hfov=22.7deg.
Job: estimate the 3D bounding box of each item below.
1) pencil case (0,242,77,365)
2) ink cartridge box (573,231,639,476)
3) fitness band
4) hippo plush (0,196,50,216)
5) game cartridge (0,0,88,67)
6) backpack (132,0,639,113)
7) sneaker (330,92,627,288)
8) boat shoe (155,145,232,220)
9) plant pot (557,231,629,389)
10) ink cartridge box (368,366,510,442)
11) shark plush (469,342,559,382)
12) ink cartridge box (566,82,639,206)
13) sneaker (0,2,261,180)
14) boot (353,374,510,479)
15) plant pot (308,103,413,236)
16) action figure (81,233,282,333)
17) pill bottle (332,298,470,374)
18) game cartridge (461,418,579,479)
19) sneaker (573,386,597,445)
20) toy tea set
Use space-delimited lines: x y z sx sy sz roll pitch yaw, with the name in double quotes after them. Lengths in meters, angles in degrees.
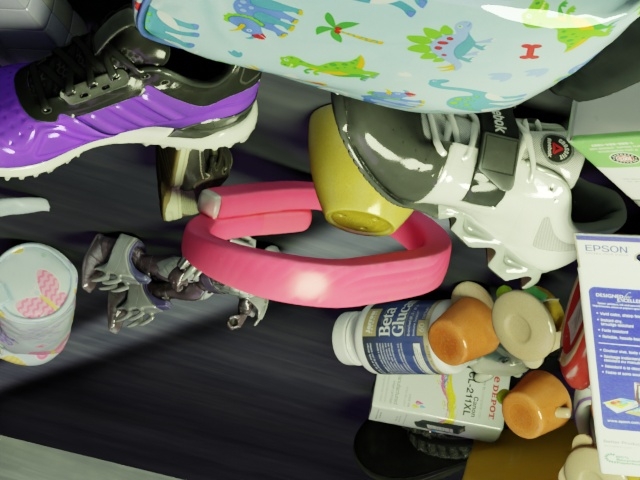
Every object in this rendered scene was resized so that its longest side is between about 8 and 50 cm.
-0.401 0.091 2.183 0.124 0.113 0.273 -7 165 -16 "pencil case"
0.331 0.098 1.473 0.165 0.065 0.332 4 135 19 "ink cartridge box"
0.000 0.000 1.566 0.209 0.054 0.291 26 -157 37 "fitness band"
-0.482 -0.002 1.774 0.234 0.236 0.294 7 161 13 "hippo plush"
-0.404 -0.221 1.383 0.355 0.068 0.230 5 156 18 "game cartridge"
0.050 -0.200 0.936 0.356 0.273 0.290 29 164 -12 "backpack"
0.149 -0.078 1.411 0.146 0.122 0.330 -26 141 33 "sneaker"
-0.126 -0.082 1.599 0.073 0.080 0.223 -9 161 -11 "boat shoe"
0.347 0.093 1.639 0.174 0.191 0.191 16 161 -3 "plant pot"
0.161 0.183 2.100 0.175 0.127 0.072 10 159 1 "ink cartridge box"
0.235 0.133 2.008 0.161 0.067 0.073 -10 148 42 "shark plush"
0.325 -0.079 1.299 0.160 0.092 0.219 -2 158 36 "ink cartridge box"
-0.188 -0.142 1.347 0.293 0.102 0.146 -10 152 -18 "sneaker"
0.137 0.262 2.322 0.348 0.131 0.260 -16 155 34 "boot"
0.047 -0.060 1.517 0.134 0.095 0.134 10 161 3 "plant pot"
-0.148 0.049 1.947 0.285 0.099 0.185 -4 147 28 "action figure"
0.102 0.122 2.009 0.169 0.094 0.094 -4 156 37 "pill bottle"
0.324 0.286 2.012 0.285 0.052 0.324 -10 -175 12 "game cartridge"
0.372 0.203 1.984 0.102 0.161 0.282 -1 159 30 "sneaker"
0.284 0.146 1.836 0.336 0.124 0.200 43 135 21 "toy tea set"
